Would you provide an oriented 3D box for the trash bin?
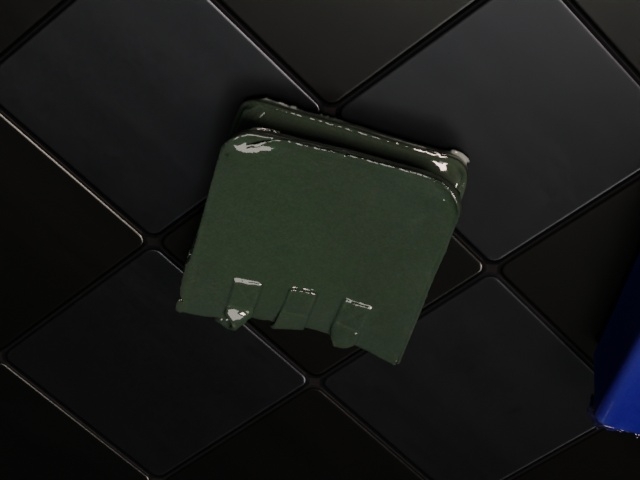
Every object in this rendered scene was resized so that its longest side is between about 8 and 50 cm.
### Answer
[{"bbox_3d":[0.365,0.094,1.651,0.163,0.184,0.234,17,132,-6],"label":"trash bin"}]

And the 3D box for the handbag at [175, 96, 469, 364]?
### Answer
[{"bbox_3d":[0.000,-0.002,1.669,0.248,0.079,0.260,16,127,-6],"label":"handbag"}]
